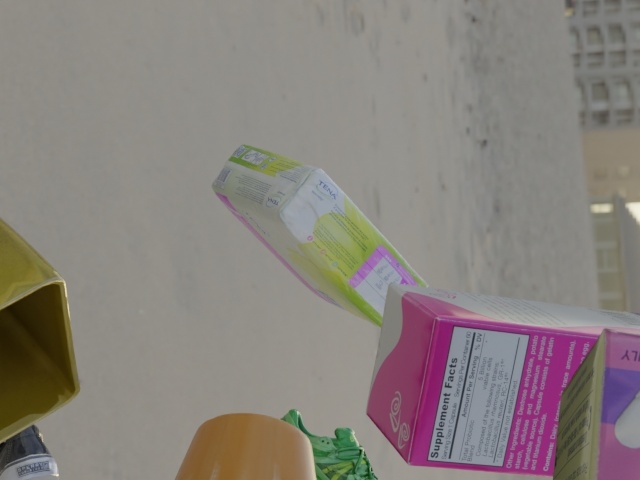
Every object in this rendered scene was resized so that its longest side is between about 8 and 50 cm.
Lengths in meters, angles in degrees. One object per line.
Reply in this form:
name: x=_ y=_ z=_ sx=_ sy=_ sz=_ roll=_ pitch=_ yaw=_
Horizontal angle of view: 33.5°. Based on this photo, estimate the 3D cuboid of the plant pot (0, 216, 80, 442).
plant pot: x=-0.333 y=0.062 z=0.827 sx=0.187 sy=0.212 sz=0.212 roll=49 pitch=-26 yaw=21

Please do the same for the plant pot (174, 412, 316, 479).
plant pot: x=-0.081 y=0.290 z=1.095 sx=0.205 sy=0.205 sz=0.188 roll=76 pitch=15 yaw=-49

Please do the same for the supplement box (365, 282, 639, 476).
supplement box: x=0.159 y=0.106 z=0.796 sx=0.111 sy=0.220 sz=0.114 roll=-141 pitch=-119 yaw=-74

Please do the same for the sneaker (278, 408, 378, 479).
sneaker: x=0.039 y=0.376 z=1.755 sx=0.123 sy=0.295 sz=0.109 roll=-58 pitch=163 yaw=-9

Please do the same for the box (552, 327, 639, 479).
box: x=0.195 y=0.175 z=0.404 sx=0.117 sy=0.213 sz=0.243 roll=78 pitch=21 yaw=-70

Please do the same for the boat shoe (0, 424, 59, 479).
boat shoe: x=-0.343 y=0.263 z=1.165 sx=0.228 sy=0.080 sz=0.076 roll=-55 pitch=-129 yaw=52

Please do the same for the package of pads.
package of pads: x=0.000 y=0.000 z=1.551 sx=0.101 sy=0.229 sz=0.296 roll=-51 pitch=122 yaw=-11
